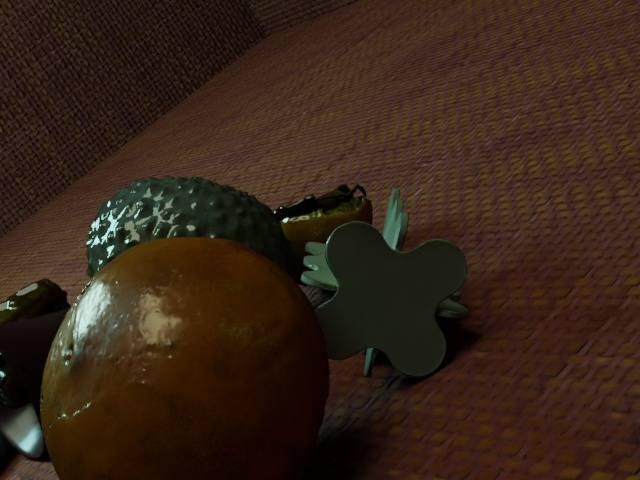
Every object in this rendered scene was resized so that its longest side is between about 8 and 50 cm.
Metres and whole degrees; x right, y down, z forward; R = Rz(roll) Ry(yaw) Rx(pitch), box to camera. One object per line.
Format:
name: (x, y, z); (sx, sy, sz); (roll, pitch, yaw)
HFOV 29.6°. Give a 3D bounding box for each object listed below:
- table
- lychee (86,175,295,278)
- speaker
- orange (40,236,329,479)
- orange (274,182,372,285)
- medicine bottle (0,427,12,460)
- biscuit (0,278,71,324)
table: (0.064, 0.037, 1.227); (0.166, 0.166, 0.198); (-31, 9, 6)
lychee: (-0.157, 0.050, 1.407); (0.255, 0.255, 0.274); (-14, 59, 48)
speaker: (-0.285, 0.120, 1.595); (0.329, 0.198, 0.259); (-32, 1, -27)
orange: (-0.125, 0.132, 1.092); (0.284, 0.226, 0.284); (-29, 52, 44)
orange: (0.000, 0.000, 1.504); (0.160, 0.112, 0.170); (-28, -22, 14)
medicine bottle: (-0.457, 0.264, 1.692); (0.090, 0.054, 0.208); (-17, 16, 16)
biscuit: (-0.496, 0.171, 1.830); (0.268, 0.115, 0.366); (-32, 6, 26)
